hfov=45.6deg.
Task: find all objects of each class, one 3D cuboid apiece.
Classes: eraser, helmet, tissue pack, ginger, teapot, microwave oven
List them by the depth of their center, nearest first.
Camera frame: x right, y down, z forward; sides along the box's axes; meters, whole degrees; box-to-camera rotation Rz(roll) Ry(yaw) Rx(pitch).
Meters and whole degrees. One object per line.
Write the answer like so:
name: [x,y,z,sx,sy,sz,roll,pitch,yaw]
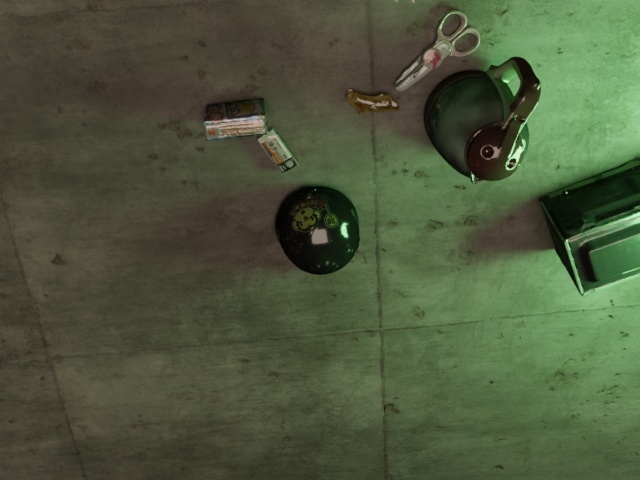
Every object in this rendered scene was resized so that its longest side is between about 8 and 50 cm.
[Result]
teapot: [0.414,-0.293,1.842,0.233,0.312,0.314,20,115,-16]
tissue pack: [-0.210,-0.303,1.902,0.155,0.115,0.065,-6,121,-2]
ginger: [0.133,-0.352,1.944,0.137,0.044,0.057,6,148,-1]
eraser: [-0.112,-0.235,1.995,0.052,0.029,0.122,-31,116,12]
microwave oven: [0.800,-0.056,2.020,0.355,0.286,0.218,-20,117,11]
helmet: [0.000,0.000,2.059,0.231,0.160,0.278,-16,117,3]

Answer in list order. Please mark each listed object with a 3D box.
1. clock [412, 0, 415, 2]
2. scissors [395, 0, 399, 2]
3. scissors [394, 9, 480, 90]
clock: [0.280,-0.684,1.743,0.255,0.106,0.219,-28,116,16]
scissors: [0.156,-0.596,1.830,0.083,0.006,0.036,29,111,-18]
scissors: [0.282,-0.459,1.900,0.242,0.030,0.118,-42,113,13]
